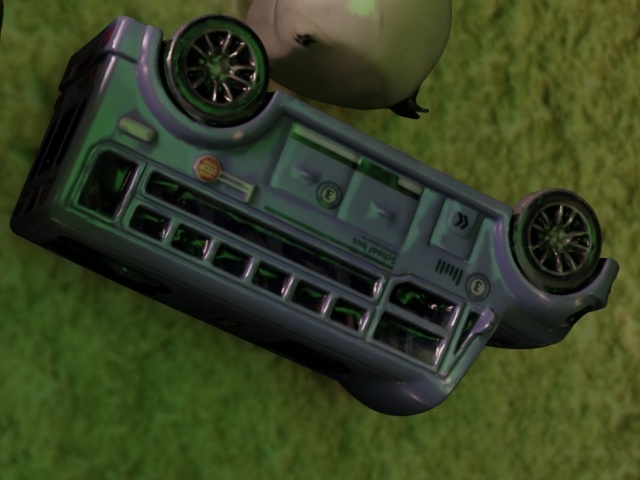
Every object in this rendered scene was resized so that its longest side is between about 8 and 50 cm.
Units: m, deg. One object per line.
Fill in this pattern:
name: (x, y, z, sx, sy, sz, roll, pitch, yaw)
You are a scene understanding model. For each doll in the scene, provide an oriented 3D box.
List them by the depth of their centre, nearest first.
doll: (0.023, -0.160, 0.806, 0.107, 0.110, 0.181, 13, 78, -23)

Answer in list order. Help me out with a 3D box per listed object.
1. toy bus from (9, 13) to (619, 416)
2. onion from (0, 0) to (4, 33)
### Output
toy bus: (0.000, 0.000, 0.771, 0.292, 0.125, 0.133, 26, 77, -18)
onion: (-0.299, -0.145, 0.640, 0.267, 0.159, 0.348, -12, 82, -36)
